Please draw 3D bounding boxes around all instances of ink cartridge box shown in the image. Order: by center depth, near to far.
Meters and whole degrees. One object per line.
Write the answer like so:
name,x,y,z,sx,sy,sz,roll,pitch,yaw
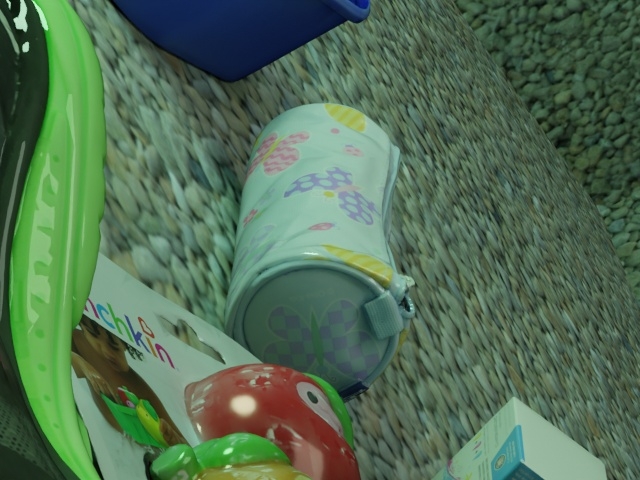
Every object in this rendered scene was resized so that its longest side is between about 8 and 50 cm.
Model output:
ink cartridge box,0.126,0.203,1.193,0.090,0.143,0.092,37,21,-13

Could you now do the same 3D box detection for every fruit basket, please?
fruit basket,-0.005,0.146,0.818,0.327,0.165,0.353,41,20,-49

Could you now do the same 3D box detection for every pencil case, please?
pencil case,0.000,0.000,1.180,0.113,0.124,0.273,53,15,-22

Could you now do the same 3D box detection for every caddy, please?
caddy,-0.073,-0.276,1.359,0.241,0.179,0.341,63,16,16

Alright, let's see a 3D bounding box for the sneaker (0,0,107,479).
sneaker,-0.168,0.058,0.516,0.202,0.185,0.483,26,29,-33
